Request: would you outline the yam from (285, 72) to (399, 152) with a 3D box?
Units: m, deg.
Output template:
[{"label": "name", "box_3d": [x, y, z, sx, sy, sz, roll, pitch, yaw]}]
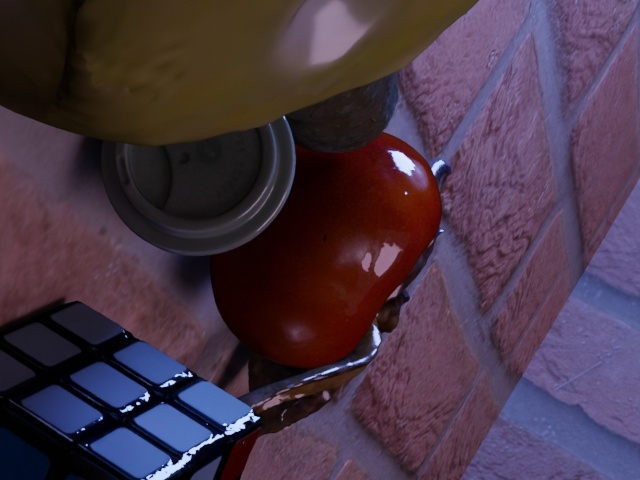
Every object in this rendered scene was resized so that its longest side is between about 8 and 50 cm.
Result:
[{"label": "yam", "box_3d": [-0.007, -0.137, 1.168, 0.106, 0.106, 0.259, -58, 163, -10]}]

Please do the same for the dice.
[{"label": "dice", "box_3d": [-0.047, -0.195, 0.624, 0.227, 0.238, 0.233, -22, 150, -35]}]

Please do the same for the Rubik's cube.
[{"label": "Rubik's cube", "box_3d": [-0.159, 0.156, 1.106, 0.163, 0.160, 0.162, -26, 143, -62]}]

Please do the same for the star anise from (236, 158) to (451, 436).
[{"label": "star anise", "box_3d": [0.020, 0.054, 1.562, 0.292, 0.109, 0.349, -71, 163, 6]}]

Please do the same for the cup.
[{"label": "cup", "box_3d": [-0.076, -0.041, 1.128, 0.120, 0.120, 0.141, -58, 175, -10]}]

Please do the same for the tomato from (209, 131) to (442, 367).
[{"label": "tomato", "box_3d": [0.000, 0.000, 1.332, 0.195, 0.136, 0.195, -54, -178, 2]}]
